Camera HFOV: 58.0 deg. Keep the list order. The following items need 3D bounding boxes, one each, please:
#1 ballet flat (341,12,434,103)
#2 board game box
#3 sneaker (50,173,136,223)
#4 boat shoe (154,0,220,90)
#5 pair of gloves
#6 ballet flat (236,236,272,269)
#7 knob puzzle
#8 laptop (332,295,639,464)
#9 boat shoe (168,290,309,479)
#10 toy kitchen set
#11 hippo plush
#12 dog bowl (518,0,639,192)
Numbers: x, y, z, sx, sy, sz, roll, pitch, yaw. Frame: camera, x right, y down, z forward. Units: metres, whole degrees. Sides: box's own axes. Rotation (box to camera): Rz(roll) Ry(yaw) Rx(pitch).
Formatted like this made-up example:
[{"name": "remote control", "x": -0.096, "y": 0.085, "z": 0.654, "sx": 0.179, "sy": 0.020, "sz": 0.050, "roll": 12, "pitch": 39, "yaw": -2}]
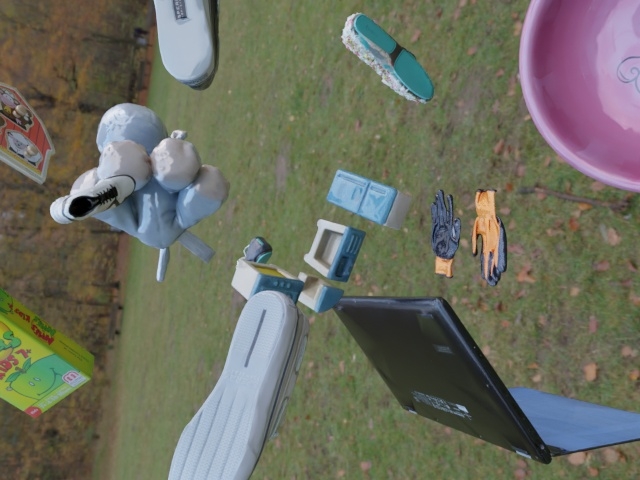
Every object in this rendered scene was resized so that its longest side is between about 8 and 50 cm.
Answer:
[{"name": "ballet flat", "x": 0.140, "y": -0.376, "z": 1.213, "sx": 0.091, "sy": 0.241, "sz": 0.077, "roll": -53, "pitch": 14, "yaw": -23}, {"name": "board game box", "x": -0.366, "y": 0.124, "z": 0.672, "sx": 0.092, "sy": 0.181, "sz": 0.043, "roll": -35, "pitch": 33, "yaw": 7}, {"name": "sneaker", "x": -0.269, "y": -0.050, "z": 0.703, "sx": 0.043, "sy": 0.109, "sz": 0.040, "roll": 1, "pitch": 119, "yaw": 46}, {"name": "boat shoe", "x": -0.156, "y": -0.285, "z": 0.665, "sx": 0.070, "sy": 0.077, "sz": 0.220, "roll": -45, "pitch": -48, "yaw": -87}, {"name": "pair of gloves", "x": 0.115, "y": -0.004, "z": 0.456, "sx": 0.083, "sy": 0.010, "sz": 0.074, "roll": 8, "pitch": 104, "yaw": 62}, {"name": "ballet flat", "x": -0.173, "y": 0.057, "z": 1.454, "sx": 0.203, "sy": 0.074, "sz": 0.074, "roll": 121, "pitch": 149, "yaw": -49}, {"name": "knob puzzle", "x": -0.529, "y": -0.210, "z": 0.981, "sx": 0.030, "sy": 0.213, "sz": 0.213, "roll": -32, "pitch": 42, "yaw": 16}, {"name": "laptop", "x": 0.272, "y": 0.187, "z": 0.931, "sx": 0.408, "sy": 0.236, "sz": 0.382, "roll": 55, "pitch": 160, "yaw": -8}, {"name": "boat shoe", "x": -0.063, "y": 0.163, "z": 0.546, "sx": 0.083, "sy": 0.076, "sz": 0.226, "roll": 16, "pitch": 75, "yaw": 39}, {"name": "toy kitchen set", "x": 0.000, "y": 0.000, "z": 0.796, "sx": 0.122, "sy": 0.166, "sz": 0.207, "roll": 26, "pitch": 98, "yaw": 44}, {"name": "hippo plush", "x": -0.276, "y": -0.126, "z": 1.020, "sx": 0.294, "sy": 0.234, "sz": 0.237, "roll": 52, "pitch": -160, "yaw": -49}, {"name": "dog bowl", "x": 0.433, "y": -0.237, "z": 0.703, "sx": 0.407, "sy": 0.150, "sz": 0.408, "roll": 21, "pitch": 124, "yaw": 34}]
